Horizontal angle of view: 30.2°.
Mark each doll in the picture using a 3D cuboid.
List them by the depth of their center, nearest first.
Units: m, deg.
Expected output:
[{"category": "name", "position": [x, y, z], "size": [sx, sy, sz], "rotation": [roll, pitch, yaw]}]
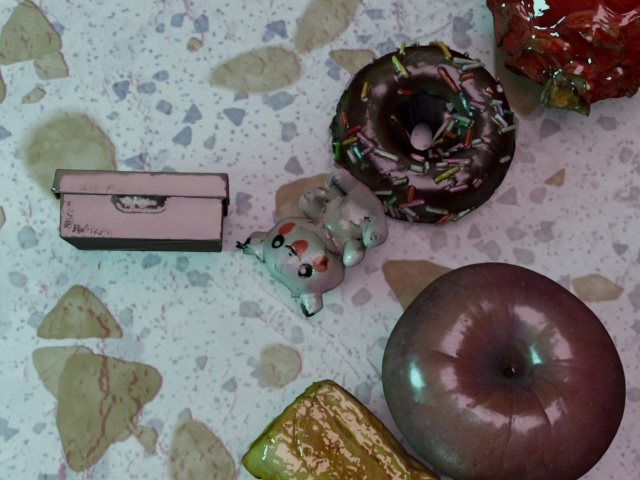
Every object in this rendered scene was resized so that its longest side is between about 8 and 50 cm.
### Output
[{"category": "doll", "position": [0.000, 0.000, 1.583], "size": [0.192, 0.095, 0.149], "rotation": [-39, 76, 1]}]

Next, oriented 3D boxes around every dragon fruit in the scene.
[{"category": "dragon fruit", "position": [0.364, -0.342, 1.623], "size": [0.277, 0.277, 0.342], "rotation": [4, 79, -3]}]

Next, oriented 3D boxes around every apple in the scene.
[{"category": "apple", "position": [0.226, 0.175, 1.482], "size": [0.305, 0.235, 0.306], "rotation": [1, 71, -3]}]

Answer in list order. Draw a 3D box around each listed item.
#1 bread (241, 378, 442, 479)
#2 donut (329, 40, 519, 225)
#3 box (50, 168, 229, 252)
[{"category": "bread", "position": [0.048, 0.321, 1.481], "size": [0.294, 0.132, 0.167], "rotation": [42, 75, 9]}, {"category": "donut", "position": [0.145, -0.153, 1.638], "size": [0.269, 0.103, 0.270], "rotation": [1, 76, -5]}, {"category": "box", "position": [-0.225, -0.034, 1.521], "size": [0.215, 0.215, 0.086], "rotation": [1, 84, -5]}]
